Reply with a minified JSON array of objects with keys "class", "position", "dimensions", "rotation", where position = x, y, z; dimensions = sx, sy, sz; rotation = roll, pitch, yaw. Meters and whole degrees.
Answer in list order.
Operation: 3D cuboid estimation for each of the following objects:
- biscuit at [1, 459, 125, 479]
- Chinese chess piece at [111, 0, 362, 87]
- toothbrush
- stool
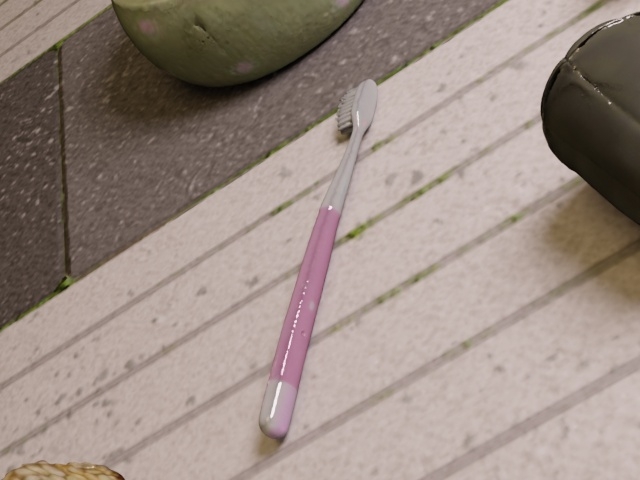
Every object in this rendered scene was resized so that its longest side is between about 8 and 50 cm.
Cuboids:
[{"class":"biscuit","position":[-0.124,0.180,0.592],"dimensions":[0.168,0.082,0.070],"rotation":[39,107,52]},{"class":"Chinese chess piece","position":[-0.060,-0.243,0.929],"dimensions":[0.250,0.101,0.250],"rotation":[-23,41,22]},{"class":"toothbrush","position":[0.000,0.000,0.707],"dimensions":[0.025,0.020,0.286],"rotation":[-20,41,38]},{"class":"stool","position":[0.173,-0.056,0.557],"dimensions":[0.096,0.096,0.110],"rotation":[-38,41,4]}]
